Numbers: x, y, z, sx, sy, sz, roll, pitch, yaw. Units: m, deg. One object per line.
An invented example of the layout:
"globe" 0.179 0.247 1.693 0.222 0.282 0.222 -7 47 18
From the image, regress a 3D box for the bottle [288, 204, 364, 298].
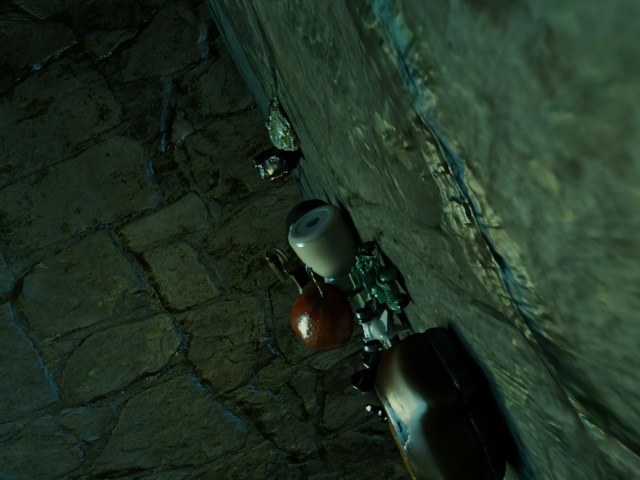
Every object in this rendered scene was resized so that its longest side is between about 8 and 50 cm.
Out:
"bottle" 0.038 0.042 1.306 0.236 0.147 0.147 56 -178 -27

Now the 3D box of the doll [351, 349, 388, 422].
"doll" 0.161 0.354 1.318 0.117 0.182 0.257 23 169 33

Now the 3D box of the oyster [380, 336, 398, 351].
"oyster" 0.215 0.327 1.586 0.209 0.072 0.133 42 -179 -26

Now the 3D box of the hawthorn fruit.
"hawthorn fruit" 0.008 0.163 1.250 0.203 0.163 0.162 97 152 -50

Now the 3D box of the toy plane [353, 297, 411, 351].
"toy plane" 0.130 0.180 1.212 0.255 0.101 0.251 -126 22 -80

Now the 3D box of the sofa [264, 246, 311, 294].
"sofa" -0.052 0.023 1.756 0.182 0.258 0.200 47 172 27

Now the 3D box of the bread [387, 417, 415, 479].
"bread" 0.256 0.471 1.202 0.253 0.142 0.227 60 -176 35

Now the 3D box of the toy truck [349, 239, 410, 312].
"toy truck" 0.096 0.071 0.959 0.080 0.078 0.154 63 178 -29

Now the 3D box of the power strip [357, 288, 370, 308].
"power strip" 0.146 0.181 1.540 0.093 0.053 0.288 63 179 24

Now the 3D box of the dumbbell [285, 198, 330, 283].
"dumbbell" 0.000 0.000 1.491 0.152 0.152 0.218 65 178 -41

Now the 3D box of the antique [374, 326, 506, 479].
"antique" 0.163 0.246 0.751 0.278 0.129 0.223 69 177 -49

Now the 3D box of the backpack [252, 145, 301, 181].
"backpack" -0.124 -0.253 1.673 0.105 0.120 0.165 61 -148 -7

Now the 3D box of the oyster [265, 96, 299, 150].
"oyster" -0.116 -0.335 1.552 0.125 0.064 0.177 156 97 -75
